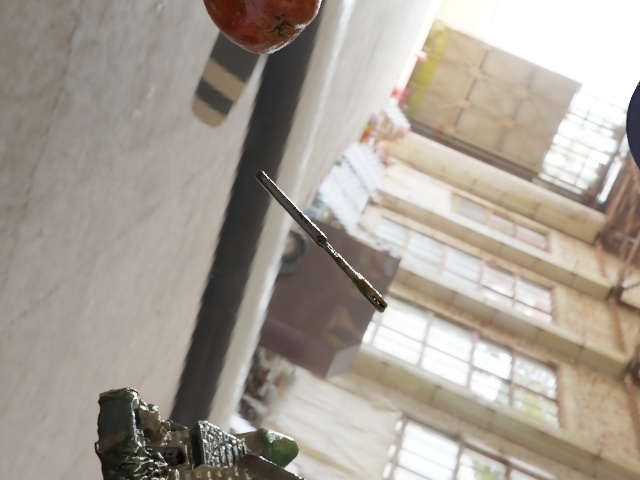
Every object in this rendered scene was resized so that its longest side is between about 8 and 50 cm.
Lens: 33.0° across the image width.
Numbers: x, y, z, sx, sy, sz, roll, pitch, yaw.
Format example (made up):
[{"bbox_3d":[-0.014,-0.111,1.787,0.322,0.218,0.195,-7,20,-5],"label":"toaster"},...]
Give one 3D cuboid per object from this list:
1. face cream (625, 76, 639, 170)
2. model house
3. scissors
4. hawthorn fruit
[{"bbox_3d":[0.503,-0.176,1.248,0.225,0.249,0.249,-52,168,-41],"label":"face cream"},{"bbox_3d":[-0.126,0.330,1.314,0.298,0.284,0.243,-110,-159,-54],"label":"model house"},{"bbox_3d":[0.000,0.000,1.273,0.017,0.220,0.088,-43,-170,1],"label":"scissors"},{"bbox_3d":[-0.057,-0.249,1.082,0.128,0.128,0.128,23,90,-87],"label":"hawthorn fruit"}]
